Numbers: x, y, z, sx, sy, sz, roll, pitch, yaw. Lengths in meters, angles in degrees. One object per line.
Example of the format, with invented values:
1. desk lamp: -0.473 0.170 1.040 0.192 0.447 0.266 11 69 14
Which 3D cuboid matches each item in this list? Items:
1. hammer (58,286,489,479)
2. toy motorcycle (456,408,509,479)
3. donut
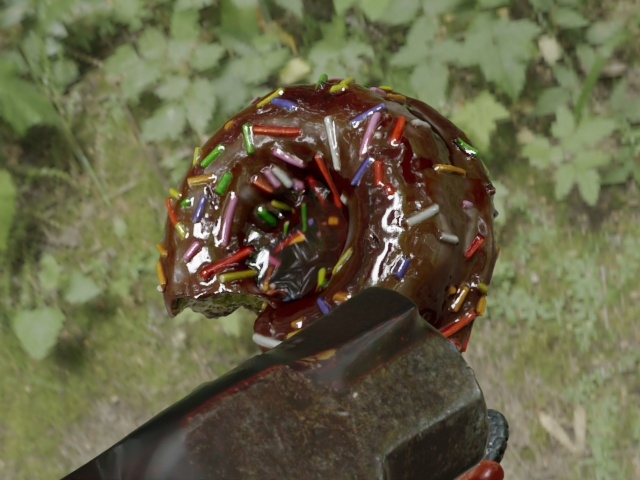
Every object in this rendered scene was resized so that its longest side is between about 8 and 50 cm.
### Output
1. hammer: 0.051 0.228 0.598 0.242 0.095 0.409 -25 74 -39
2. toy motorcycle: 0.068 0.275 1.322 0.298 0.089 0.171 -51 26 12
3. donut: 0.000 -0.001 0.960 0.216 0.096 0.230 -46 52 13
